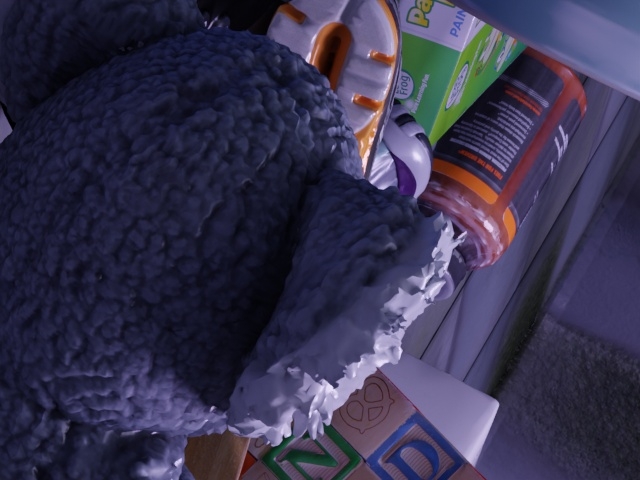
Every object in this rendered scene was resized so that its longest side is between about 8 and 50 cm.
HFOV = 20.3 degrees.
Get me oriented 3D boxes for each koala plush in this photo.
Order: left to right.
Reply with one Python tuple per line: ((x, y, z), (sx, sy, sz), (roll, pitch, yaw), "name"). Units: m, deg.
((-0.061, 0.031, 0.510), (0.203, 0.196, 0.221), (-3, 138, -48), "koala plush")

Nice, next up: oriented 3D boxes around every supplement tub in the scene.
((0.112, -0.052, 1.324), (0.198, 0.106, 0.106), (-57, 167, -27), "supplement tub")

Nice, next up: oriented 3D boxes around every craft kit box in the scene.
((0.125, -0.208, 1.165), (0.246, 0.061, 0.250), (-42, 156, -53), "craft kit box")

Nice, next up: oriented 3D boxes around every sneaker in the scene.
((-0.004, -0.047, 0.908), (0.083, 0.084, 0.215), (-69, -178, -57), "sneaker")
((0.000, 0.000, 1.092), (0.098, 0.083, 0.223), (-30, 152, -24), "sneaker")

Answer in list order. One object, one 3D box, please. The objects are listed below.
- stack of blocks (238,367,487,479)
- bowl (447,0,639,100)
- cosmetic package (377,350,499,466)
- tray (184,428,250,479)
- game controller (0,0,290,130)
((-0.045, 0.206, 1.050), (0.297, 0.171, 0.087), (-45, 167, -1), "stack of blocks")
((0.130, -0.149, 0.694), (0.163, 0.311, 0.311), (-63, 168, 14), "bowl")
((0.004, 0.267, 1.454), (0.217, 0.156, 0.385), (-54, 166, -36), "cosmetic package")
((-0.099, 0.181, 0.775), (0.411, 0.076, 0.203), (-75, -177, -56), "tray")
((-0.043, -0.150, 0.537), (0.166, 0.067, 0.319), (-56, 166, -30), "game controller")
